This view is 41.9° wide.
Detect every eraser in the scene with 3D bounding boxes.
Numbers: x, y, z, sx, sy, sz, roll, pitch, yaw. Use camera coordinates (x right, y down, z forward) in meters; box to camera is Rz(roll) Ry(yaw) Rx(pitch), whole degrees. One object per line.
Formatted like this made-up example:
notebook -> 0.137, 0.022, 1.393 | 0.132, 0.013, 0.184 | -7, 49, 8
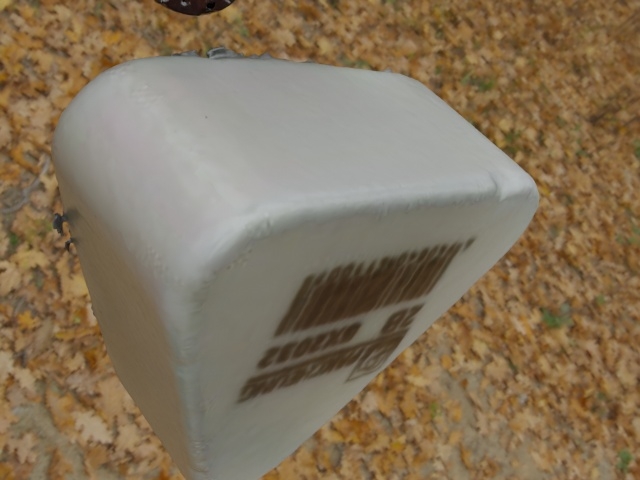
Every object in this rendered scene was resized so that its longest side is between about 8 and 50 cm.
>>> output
eraser -> 0.000, 0.000, 0.575 | 0.150, 0.331, 0.331 | 45, 30, 26

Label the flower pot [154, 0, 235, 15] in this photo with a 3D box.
flower pot -> -0.082, -0.193, 0.538 | 0.111, 0.111, 0.089 | 27, 22, -30
